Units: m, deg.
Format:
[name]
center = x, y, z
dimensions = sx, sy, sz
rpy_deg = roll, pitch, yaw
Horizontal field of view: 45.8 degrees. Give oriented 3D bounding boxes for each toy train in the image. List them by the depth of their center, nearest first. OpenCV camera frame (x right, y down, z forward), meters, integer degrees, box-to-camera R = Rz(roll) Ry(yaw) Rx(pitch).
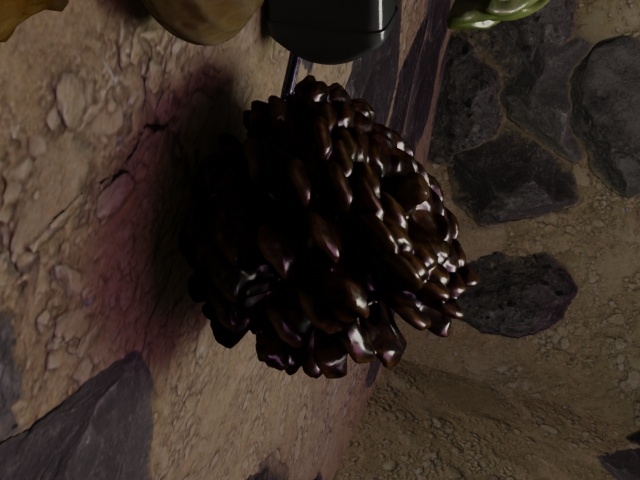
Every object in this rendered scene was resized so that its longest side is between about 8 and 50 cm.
[toy train]
center = -0.046, -0.258, 1.204
dimensions = 0.017, 0.017, 0.083
rpy_deg = -6, 110, -74

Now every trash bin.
[trash bin]
center = 0.013, -0.357, 1.018
dimensions = 0.101, 0.176, 0.236
rpy_deg = -62, 156, -43

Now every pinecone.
[pinecone]
center = 0.000, 0.000, 0.999
dimensions = 0.398, 0.397, 0.398
rpy_deg = 14, 90, -76

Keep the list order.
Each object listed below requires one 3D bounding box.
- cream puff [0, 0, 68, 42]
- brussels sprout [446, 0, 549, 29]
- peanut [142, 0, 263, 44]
[cream puff]
center = -0.208, -0.178, 0.411
dimensions = 0.189, 0.129, 0.189
rpy_deg = 18, 90, -75
[brussels sprout]
center = 0.220, -0.531, 1.065
dimensions = 0.361, 0.425, 0.342
rpy_deg = -40, 173, -23
[peanut]
center = -0.116, -0.281, 0.644
dimensions = 0.313, 0.152, 0.152
rpy_deg = 60, 46, -68
